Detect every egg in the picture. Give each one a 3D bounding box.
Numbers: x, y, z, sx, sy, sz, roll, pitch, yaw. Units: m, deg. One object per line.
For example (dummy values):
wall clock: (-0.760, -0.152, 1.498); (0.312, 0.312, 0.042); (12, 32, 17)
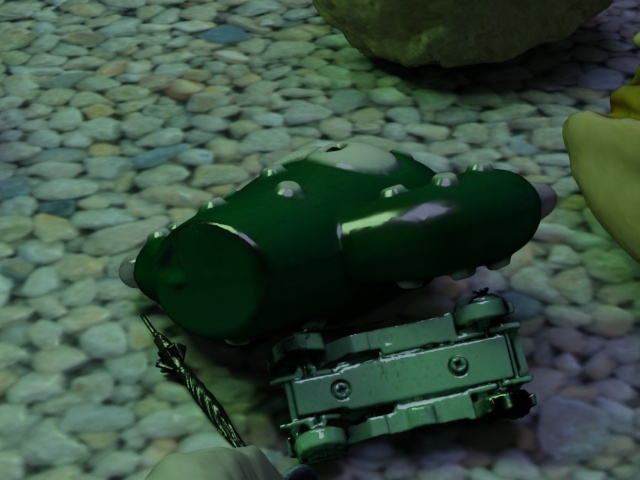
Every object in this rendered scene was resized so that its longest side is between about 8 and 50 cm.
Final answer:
egg: (0.119, -0.273, 1.163); (0.310, 0.279, 0.279); (-6, 32, -15)

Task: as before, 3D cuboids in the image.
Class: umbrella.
umbrella: (-0.075, 0.082, 0.810); (0.022, 0.022, 0.149); (-38, 41, -8)

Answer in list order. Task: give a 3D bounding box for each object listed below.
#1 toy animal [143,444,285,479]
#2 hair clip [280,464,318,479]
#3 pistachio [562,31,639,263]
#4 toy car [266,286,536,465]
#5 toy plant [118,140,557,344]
toy animal: (-0.049, 0.231, 0.462); (0.188, 0.266, 0.308); (-21, 78, -6)
hair clip: (-0.118, 0.170, 0.647); (0.275, 0.048, 0.083); (-12, 38, -15)
pistachio: (0.277, -0.046, 0.874); (0.187, 0.187, 0.299); (-10, 26, -15)
toy car: (0.045, 0.077, 0.770); (0.143, 0.054, 0.073); (-13, 76, -7)
toy plant: (0.005, -0.001, 0.839); (0.243, 0.113, 0.232); (-14, 7, -27)
